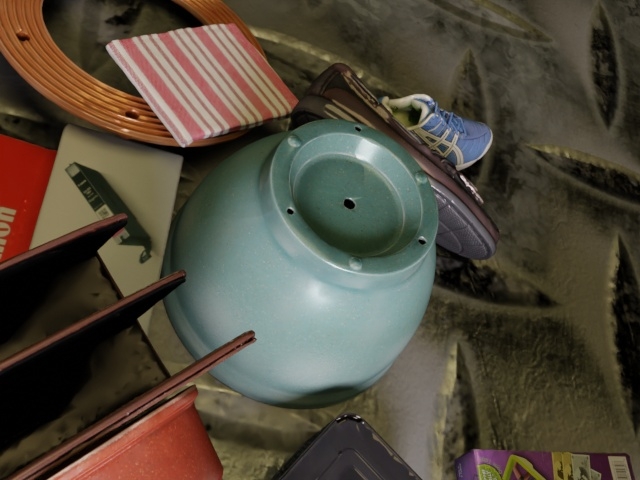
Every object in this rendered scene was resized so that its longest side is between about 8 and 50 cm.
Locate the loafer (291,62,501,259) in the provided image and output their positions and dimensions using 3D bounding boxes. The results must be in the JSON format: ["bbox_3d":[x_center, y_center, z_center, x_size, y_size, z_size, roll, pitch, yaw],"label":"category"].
[{"bbox_3d":[0.108,-0.094,0.949,0.302,0.109,0.095,36,67,-16],"label":"loafer"}]

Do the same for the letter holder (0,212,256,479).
[{"bbox_3d":[-0.225,0.097,0.557,0.301,0.214,0.152,-30,88,-37],"label":"letter holder"}]

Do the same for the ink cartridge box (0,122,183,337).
[{"bbox_3d":[-0.275,0.005,0.776,0.238,0.060,0.275,16,56,-17],"label":"ink cartridge box"}]

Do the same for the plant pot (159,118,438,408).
[{"bbox_3d":[0.000,0.000,0.818,0.293,0.196,0.293,11,57,-18],"label":"plant pot"}]

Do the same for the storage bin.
[{"bbox_3d":[0.000,0.263,0.732,0.122,0.084,0.180,45,54,6],"label":"storage bin"}]

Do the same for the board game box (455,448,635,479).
[{"bbox_3d":[0.260,0.388,0.801,0.208,0.056,0.347,10,58,-24],"label":"board game box"}]

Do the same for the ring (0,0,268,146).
[{"bbox_3d":[-0.213,-0.228,0.926,0.336,0.032,0.337,20,42,-19],"label":"ring"}]

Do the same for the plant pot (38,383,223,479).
[{"bbox_3d":[-0.138,0.287,0.558,0.272,0.272,0.265,-29,86,-35],"label":"plant pot"}]

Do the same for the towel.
[{"bbox_3d":[-0.125,-0.176,0.896,0.197,0.029,0.144,-25,71,-46],"label":"towel"}]

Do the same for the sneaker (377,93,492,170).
[{"bbox_3d":[0.142,-0.141,1.038,0.211,0.081,0.080,-2,61,-27],"label":"sneaker"}]
